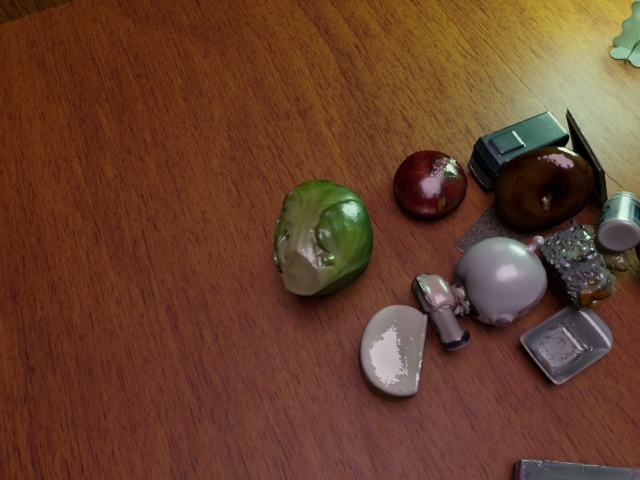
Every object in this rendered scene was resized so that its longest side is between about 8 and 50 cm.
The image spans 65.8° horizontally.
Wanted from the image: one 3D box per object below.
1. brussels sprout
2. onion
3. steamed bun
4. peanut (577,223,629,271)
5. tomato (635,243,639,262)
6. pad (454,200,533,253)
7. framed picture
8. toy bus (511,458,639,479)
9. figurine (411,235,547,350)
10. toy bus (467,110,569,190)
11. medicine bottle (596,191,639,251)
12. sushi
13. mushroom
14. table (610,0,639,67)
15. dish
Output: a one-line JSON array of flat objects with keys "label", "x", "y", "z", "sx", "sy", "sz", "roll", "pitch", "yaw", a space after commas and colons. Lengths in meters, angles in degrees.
[{"label": "brussels sprout", "x": 0.004, "y": 0.004, "z": 1.396, "sx": 0.281, "sy": 0.289, "sz": 0.355, "roll": 16, "pitch": 39, "yaw": 12}, {"label": "onion", "x": 0.345, "y": -0.186, "z": 1.564, "sx": 0.248, "sy": 0.161, "sz": 0.248, "roll": -14, "pitch": 47, "yaw": 15}, {"label": "steamed bun", "x": 0.185, "y": 0.294, "z": 1.318, "sx": 0.164, "sy": 0.146, "sz": 0.242, "roll": 10, "pitch": 65, "yaw": 6}, {"label": "peanut", "x": 0.822, "y": 0.021, "z": 1.452, "sx": 0.082, "sy": 0.082, "sz": 0.187, "roll": -29, "pitch": 63, "yaw": -11}, {"label": "tomato", "x": 1.018, "y": 0.023, "z": 1.348, "sx": 0.270, "sy": 0.227, "sz": 0.270, "roll": -25, "pitch": 26, "yaw": 13}, {"label": "pad", "x": 0.548, "y": -0.015, "z": 1.535, "sx": 0.158, "sy": 0.003, "sz": 0.235, "roll": 38, "pitch": 71, "yaw": 21}, {"label": "framed picture", "x": 0.802, "y": -0.235, "z": 1.490, "sx": 0.019, "sy": 0.296, "sz": 0.232, "roll": -25, "pitch": 59, "yaw": 22}, {"label": "toy bus", "x": 0.610, "y": 0.591, "z": 1.157, "sx": 0.317, "sy": 0.112, "sz": 0.138, "roll": 4, "pitch": 58, "yaw": 5}, {"label": "figurine", "x": 0.442, "y": 0.130, "z": 1.349, "sx": 0.361, "sy": 0.211, "sz": 0.253, "roll": -20, "pitch": 63, "yaw": -5}, {"label": "toy bus", "x": 0.628, "y": -0.285, "z": 1.579, "sx": 0.275, "sy": 0.167, "sz": 0.138, "roll": -22, "pitch": 63, "yaw": -7}, {"label": "medicine bottle", "x": 0.852, "y": -0.060, "z": 1.402, "sx": 0.107, "sy": 0.107, "sz": 0.191, "roll": 26, "pitch": 45, "yaw": 16}, {"label": "sushi", "x": 0.702, "y": 0.059, "z": 1.365, "sx": 0.139, "sy": 0.184, "sz": 0.274, "roll": -31, "pitch": 24, "yaw": 19}, {"label": "mushroom", "x": 0.645, "y": -0.158, "z": 1.476, "sx": 0.267, "sy": 0.267, "sz": 0.254, "roll": -2, "pitch": 17, "yaw": -5}, {"label": "table", "x": 1.161, "y": -0.752, "z": 1.767, "sx": 0.166, "sy": 0.198, "sz": 0.166, "roll": -2, "pitch": 62, "yaw": 3}, {"label": "dish", "x": 0.667, "y": 0.277, "z": 1.339, "sx": 0.234, "sy": 0.064, "sz": 0.154, "roll": -28, "pitch": 64, "yaw": -10}]
